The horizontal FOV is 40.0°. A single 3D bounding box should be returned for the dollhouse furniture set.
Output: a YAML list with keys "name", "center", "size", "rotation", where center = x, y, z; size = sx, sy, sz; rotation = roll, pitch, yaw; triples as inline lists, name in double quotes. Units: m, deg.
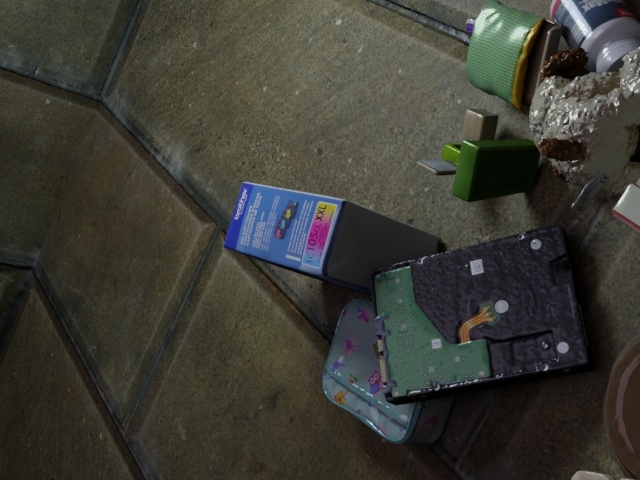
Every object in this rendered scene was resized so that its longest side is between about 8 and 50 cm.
- name: "dollhouse furniture set"
  center: [0.272, -0.245, 1.495]
  size: [0.197, 0.151, 0.302]
  rotation: [37, 127, 50]

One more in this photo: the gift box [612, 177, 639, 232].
- name: "gift box"
  center: [0.551, -0.026, 1.076]
  size: [0.258, 0.255, 0.276]
  rotation: [-59, 36, 15]

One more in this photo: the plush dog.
- name: "plush dog"
  center: [0.392, -0.166, 1.333]
  size: [0.225, 0.210, 0.263]
  rotation: [-119, 23, -67]

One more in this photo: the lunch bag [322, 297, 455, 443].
- name: "lunch bag"
  center: [0.128, 0.242, 1.616]
  size: [0.279, 0.107, 0.224]
  rotation: [26, 98, 51]

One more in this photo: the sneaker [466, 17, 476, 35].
- name: "sneaker"
  center: [0.317, -0.357, 1.624]
  size: [0.071, 0.068, 0.170]
  rotation: [-61, 40, 25]

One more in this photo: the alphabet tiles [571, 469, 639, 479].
- name: "alphabet tiles"
  center: [0.416, 0.474, 1.229]
  size: [0.278, 0.021, 0.284]
  rotation: [-5, 82, 50]

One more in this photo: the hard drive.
- name: "hard drive"
  center: [0.255, 0.127, 1.441]
  size: [0.338, 0.064, 0.237]
  rotation: [-15, 64, 21]

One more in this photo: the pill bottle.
- name: "pill bottle"
  center: [0.454, -0.333, 1.412]
  size: [0.108, 0.108, 0.180]
  rotation: [-45, 48, 32]

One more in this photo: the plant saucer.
- name: "plant saucer"
  center: [0.508, 0.234, 1.212]
  size: [0.277, 0.041, 0.278]
  rotation: [-19, 64, 45]

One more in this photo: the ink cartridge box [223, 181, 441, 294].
- name: "ink cartridge box"
  center: [0.000, 0.000, 1.723]
  size: [0.395, 0.270, 0.151]
  rotation: [17, 88, 52]
